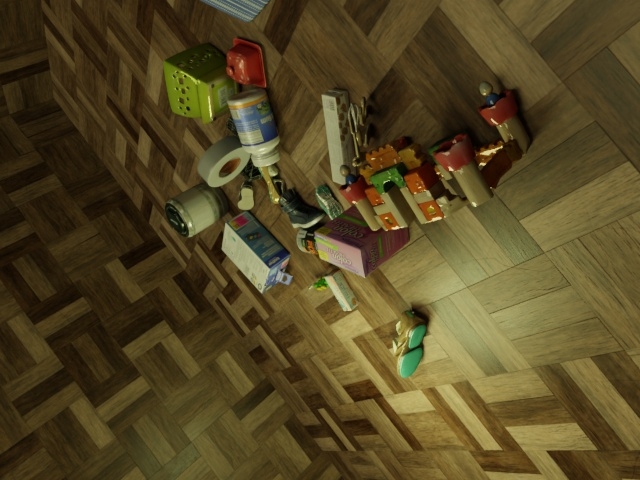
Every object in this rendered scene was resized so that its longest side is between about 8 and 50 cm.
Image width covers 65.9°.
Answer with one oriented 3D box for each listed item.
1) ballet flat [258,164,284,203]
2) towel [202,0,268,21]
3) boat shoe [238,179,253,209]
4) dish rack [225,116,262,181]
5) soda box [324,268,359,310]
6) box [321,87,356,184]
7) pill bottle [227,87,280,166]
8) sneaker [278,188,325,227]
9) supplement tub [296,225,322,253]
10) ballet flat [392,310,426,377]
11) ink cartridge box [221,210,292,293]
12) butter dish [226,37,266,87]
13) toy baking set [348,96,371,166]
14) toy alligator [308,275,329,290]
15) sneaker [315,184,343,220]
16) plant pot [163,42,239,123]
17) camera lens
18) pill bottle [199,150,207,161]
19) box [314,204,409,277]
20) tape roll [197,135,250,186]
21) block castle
[{"bbox_3d":[-0.197,-0.265,2.084,0.073,0.080,0.232,-5,123,23],"label":"ballet flat"},{"bbox_3d":[-0.255,-0.811,1.518,0.336,0.243,0.040,-12,66,57],"label":"towel"},{"bbox_3d":[-0.351,-0.214,2.350,0.206,0.075,0.065,115,158,-61],"label":"boat shoe"},{"bbox_3d":[-0.331,-0.396,2.120,0.208,0.074,0.271,42,145,16],"label":"dish rack"},{"bbox_3d":[0.094,0.217,2.157,0.063,0.058,0.183,-15,107,57],"label":"soda box"},{"bbox_3d":[0.065,-0.341,1.651,0.067,0.063,0.324,26,139,39],"label":"box"},{"bbox_3d":[-0.243,-0.429,1.891,0.152,0.152,0.272,17,134,45],"label":"pill bottle"},{"bbox_3d":[-0.085,-0.136,2.026,0.226,0.086,0.163,-4,119,55],"label":"sneaker"},{"bbox_3d":[0.000,0.000,2.015,0.190,0.117,0.117,6,125,51],"label":"supplement tub"},{"bbox_3d":[0.343,0.405,1.977,0.124,0.116,0.342,53,155,43],"label":"ballet flat"},{"bbox_3d":[-0.309,0.082,2.471,0.395,0.151,0.270,47,149,14],"label":"ink cartridge box"},{"bbox_3d":[-0.288,-0.630,1.788,0.160,0.118,0.160,30,141,33],"label":"butter dish"},{"bbox_3d":[0.110,-0.318,1.466,0.030,0.256,0.196,2,115,17],"label":"toy baking set"},{"bbox_3d":[0.007,0.204,2.271,0.051,0.056,0.190,19,157,-22],"label":"toy alligator"},{"bbox_3d":[0.033,-0.136,1.910,0.166,0.065,0.076,60,165,-4],"label":"sneaker"},{"bbox_3d":[-0.447,-0.603,1.933,0.207,0.227,0.228,32,142,22],"label":"plant pot"},{"bbox_3d":[-0.645,-0.162,2.562,0.219,0.274,0.219,33,143,30],"label":"camera lens"},{"bbox_3d":[-0.542,-0.400,2.397,0.065,0.065,0.116,58,149,-7],"label":"pill bottle"},{"bbox_3d":[0.144,-0.013,1.693,0.213,0.243,0.117,22,137,42],"label":"box"},{"bbox_3d":[-0.389,-0.318,1.995,0.072,0.219,0.219,48,148,10],"label":"tape roll"},{"bbox_3d":[0.271,-0.209,1.285,0.213,0.303,0.453,55,149,-14],"label":"block castle"}]
